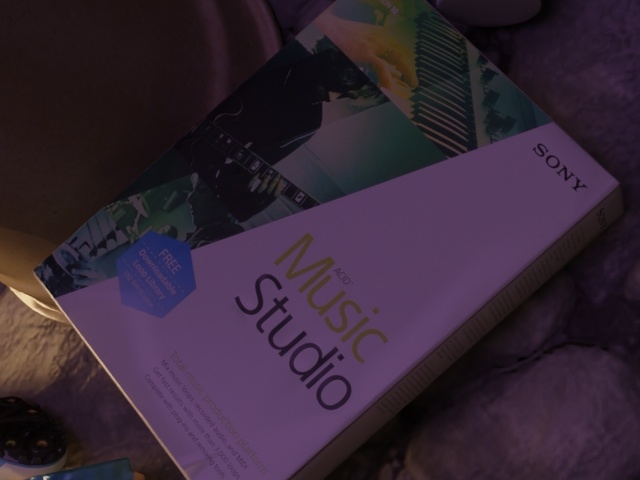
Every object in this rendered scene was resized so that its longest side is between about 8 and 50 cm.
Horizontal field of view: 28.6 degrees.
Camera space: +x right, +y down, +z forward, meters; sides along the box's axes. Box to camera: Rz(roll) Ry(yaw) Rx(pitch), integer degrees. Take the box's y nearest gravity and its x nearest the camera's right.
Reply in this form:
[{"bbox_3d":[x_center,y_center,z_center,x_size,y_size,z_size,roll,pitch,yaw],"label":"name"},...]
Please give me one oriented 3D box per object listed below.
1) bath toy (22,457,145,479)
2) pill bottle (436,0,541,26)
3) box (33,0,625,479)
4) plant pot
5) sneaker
[{"bbox_3d":[-0.157,0.330,0.863,0.151,0.129,0.348,-56,48,51],"label":"bath toy"},{"bbox_3d":[0.115,-0.235,0.842,0.094,0.094,0.169,-4,77,32],"label":"pill bottle"},{"bbox_3d":[0.000,0.000,0.818,0.322,0.058,0.232,-42,67,-2],"label":"box"},{"bbox_3d":[-0.244,-0.121,0.918,0.334,0.305,0.333,-9,74,31],"label":"plant pot"},{"bbox_3d":[-0.300,0.174,1.028,0.237,0.085,0.086,1,105,29],"label":"sneaker"}]
